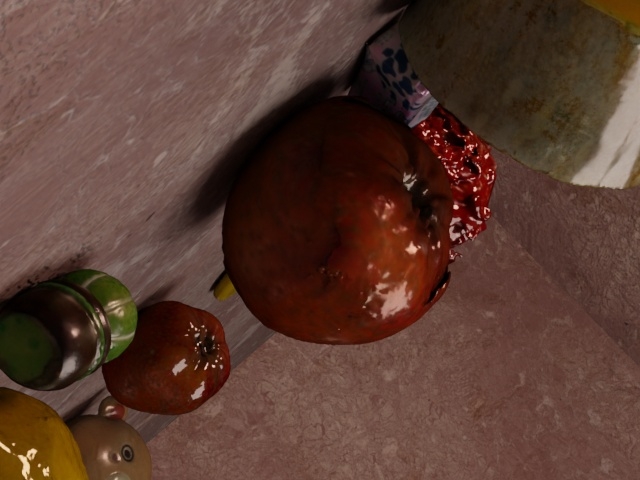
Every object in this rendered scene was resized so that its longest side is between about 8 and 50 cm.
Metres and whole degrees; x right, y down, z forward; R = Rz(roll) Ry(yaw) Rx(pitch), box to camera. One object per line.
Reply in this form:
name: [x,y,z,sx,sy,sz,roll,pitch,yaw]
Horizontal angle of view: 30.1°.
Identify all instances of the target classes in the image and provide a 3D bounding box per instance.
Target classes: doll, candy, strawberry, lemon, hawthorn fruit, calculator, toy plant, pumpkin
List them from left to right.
lemon: [-0.315,0.238,1.103,0.204,0.204,0.260,-41,166,-28]
doll: [-0.391,0.386,1.787,0.174,0.235,0.330,6,-161,35]
toy plant: [-0.221,0.075,1.070,0.093,0.093,0.162,-46,175,22]
hawthorn fruit: [-0.224,0.168,1.589,0.203,0.162,0.162,-26,-176,29]
calculator: [-0.087,0.016,1.874,0.235,0.032,0.146,-45,175,32]
hawthorn fruit: [0.000,0.000,1.335,0.307,0.276,0.276,-33,-178,38]
strawberry: [0.110,-0.090,1.647,0.274,0.274,0.220,-43,137,-6]
candy: [0.091,-0.183,1.362,0.073,0.092,0.160,-39,174,-17]
pumpkin: [0.272,-0.233,1.237,0.332,0.332,0.199,-37,160,-51]
